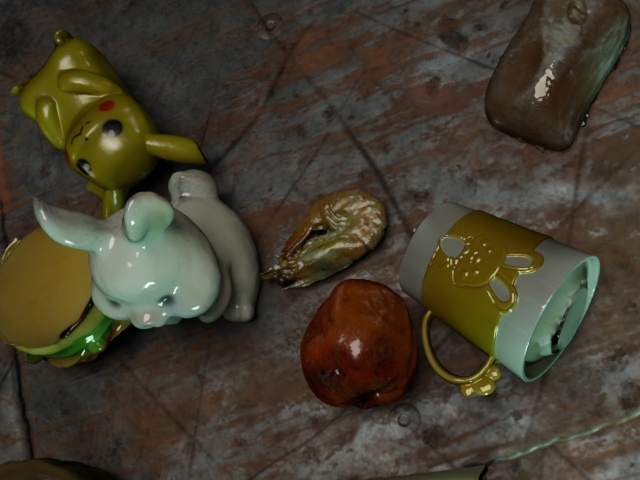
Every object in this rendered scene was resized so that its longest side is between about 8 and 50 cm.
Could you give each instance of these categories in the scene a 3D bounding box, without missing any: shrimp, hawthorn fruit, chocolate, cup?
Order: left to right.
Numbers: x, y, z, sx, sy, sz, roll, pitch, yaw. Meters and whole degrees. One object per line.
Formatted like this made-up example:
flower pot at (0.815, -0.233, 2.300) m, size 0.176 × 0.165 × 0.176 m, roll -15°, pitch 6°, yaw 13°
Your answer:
shrimp at (0.000, 0.000, 1.396) m, size 0.217 × 0.051 × 0.115 m, roll -32°, pitch 60°, yaw 8°
hawthorn fruit at (0.050, 0.142, 1.268) m, size 0.174 × 0.173 × 0.178 m, roll 4°, pitch 88°, yaw 20°
cup at (0.218, 0.080, 1.226) m, size 0.226 × 0.185 × 0.241 m, roll 32°, pitch 80°, yaw 30°
chocolate at (0.339, -0.267, 1.344) m, size 0.161 × 0.083 × 0.261 m, roll 23°, pitch 83°, yaw 25°

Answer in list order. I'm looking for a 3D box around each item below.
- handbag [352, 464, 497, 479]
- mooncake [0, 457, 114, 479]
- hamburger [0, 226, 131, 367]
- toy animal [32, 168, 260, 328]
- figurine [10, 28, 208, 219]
handbag at (0.046, 0.377, 1.164) m, size 0.359 × 0.237 × 0.160 m, roll -11°, pitch 73°, yaw 15°
mooncake at (-0.394, 0.458, 1.329) m, size 0.291 × 0.161 × 0.290 m, roll -4°, pitch 74°, yaw 16°
hamburger at (-0.388, 0.092, 1.445) m, size 0.237 × 0.149 × 0.237 m, roll -10°, pitch 63°, yaw 20°
toy animal at (-0.230, 0.003, 1.310) m, size 0.196 × 0.368 × 0.241 m, roll -8°, pitch 83°, yaw 19°
figurine at (-0.361, -0.176, 1.510) m, size 0.218 × 0.169 × 0.326 m, roll -47°, pitch 62°, yaw 18°
